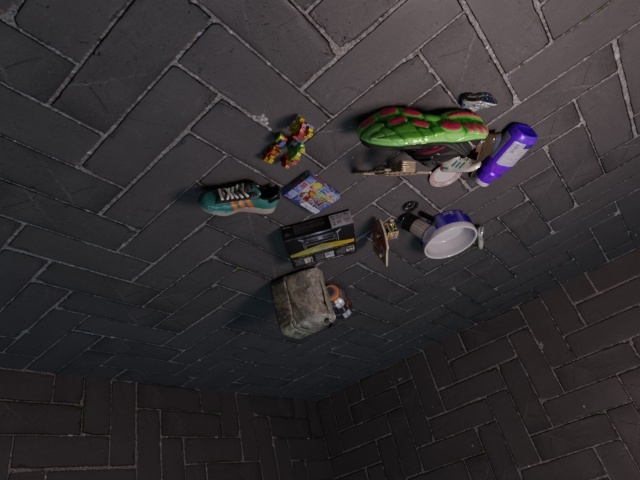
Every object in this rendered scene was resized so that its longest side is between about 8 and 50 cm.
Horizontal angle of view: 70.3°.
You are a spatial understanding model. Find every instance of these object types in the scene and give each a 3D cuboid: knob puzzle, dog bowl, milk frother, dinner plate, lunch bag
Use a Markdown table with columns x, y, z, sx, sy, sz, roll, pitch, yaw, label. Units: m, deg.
| x | y | z | sx | sy | sz | roll | pitch | yaw | label |
| --- | --- | --- | --- | --- | --- | --- | --- | --- | --- |
| 0.257 | -0.005 | 2.025 | 0.030 | 0.213 | 0.213 | -9 | 146 | -10 | knob puzzle |
| 0.613 | -0.027 | 2.200 | 0.265 | 0.104 | 0.265 | -11 | 147 | -7 | dog bowl |
| 0.433 | -0.087 | 2.011 | 0.129 | 0.135 | 0.143 | -54 | 143 | 0 | milk frother |
| 0.518 | -0.275 | 1.882 | 0.141 | 0.017 | 0.141 | -10 | 145 | -7 | dinner plate |
| -0.073 | 0.304 | 2.217 | 0.256 | 0.305 | 0.212 | -31 | 144 | 23 | lunch bag |

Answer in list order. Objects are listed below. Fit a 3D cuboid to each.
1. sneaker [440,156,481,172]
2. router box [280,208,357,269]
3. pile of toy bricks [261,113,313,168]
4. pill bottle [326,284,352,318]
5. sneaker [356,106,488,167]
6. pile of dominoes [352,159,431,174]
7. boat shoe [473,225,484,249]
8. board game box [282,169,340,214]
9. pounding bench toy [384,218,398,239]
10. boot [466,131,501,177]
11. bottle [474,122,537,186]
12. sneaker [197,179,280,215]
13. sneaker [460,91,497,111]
| x | y | z | sx | sy | sz | roll | pitch | yaw | label |
| --- | --- | --- | --- | --- | --- | --- | --- | --- | --- |
| 0.536 | -0.307 | 1.754 | 0.161 | 0.057 | 0.075 | 4 | 126 | 35 | sneaker |
| 0.000 | 0.000 | 2.007 | 0.309 | 0.081 | 0.243 | -15 | 146 | -2 | router box |
| -0.093 | -0.301 | 1.513 | 0.118 | 0.105 | 0.212 | 19 | 133 | -40 | pile of toy bricks |
| 0.086 | 0.328 | 2.472 | 0.130 | 0.130 | 0.245 | -21 | 146 | 7 | pill bottle |
| 0.353 | -0.338 | 1.576 | 0.483 | 0.185 | 0.202 | -2 | 140 | -18 | sneaker |
| 0.262 | -0.265 | 1.674 | 0.196 | 0.040 | 0.251 | -1 | -174 | -25 | pile of dominoes |
| 0.802 | -0.019 | 2.328 | 0.070 | 0.077 | 0.219 | 10 | 159 | 25 | boat shoe |
| -0.033 | -0.182 | 1.773 | 0.136 | 0.035 | 0.201 | -33 | 143 | 23 | board game box |
| 0.326 | -0.051 | 2.082 | 0.052 | 0.065 | 0.083 | -9 | 145 | -10 | pounding bench toy |
| 0.641 | -0.336 | 1.787 | 0.106 | 0.082 | 0.219 | -12 | 144 | -2 | boot |
| 0.728 | -0.334 | 1.815 | 0.118 | 0.092 | 0.283 | 3 | 142 | -25 | bottle |
| -0.286 | -0.165 | 1.639 | 0.302 | 0.108 | 0.121 | -4 | 145 | -31 | sneaker |
| 0.547 | -0.479 | 1.580 | 0.135 | 0.052 | 0.058 | 1 | 153 | -12 | sneaker |
